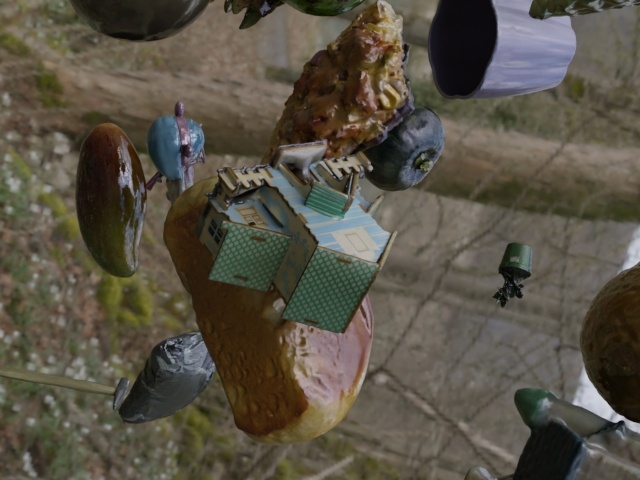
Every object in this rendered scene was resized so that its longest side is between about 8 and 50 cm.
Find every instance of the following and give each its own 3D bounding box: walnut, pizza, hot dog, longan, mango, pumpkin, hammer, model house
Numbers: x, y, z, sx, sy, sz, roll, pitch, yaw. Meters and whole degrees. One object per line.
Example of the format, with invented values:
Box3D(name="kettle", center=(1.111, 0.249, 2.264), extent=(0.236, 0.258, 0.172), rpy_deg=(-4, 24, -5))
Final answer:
Box3D(name="walnut", center=(0.579, 0.149, 1.652), extent=(0.333, 0.332, 0.333), rpy_deg=(16, 90, -85))
Box3D(name="pizza", center=(0.029, -0.224, 1.691), extent=(0.409, 0.114, 0.277), rpy_deg=(-58, -151, -9))
Box3D(name="hot dog", center=(-0.059, 0.088, 1.561), extent=(0.185, 0.405, 0.223), rpy_deg=(-25, 175, 42))
Box3D(name="longan", center=(-0.220, -0.359, 1.275), extent=(0.248, 0.248, 0.248), rpy_deg=(16, 90, -85))
Box3D(name="mango", center=(-0.355, -0.065, 1.782), extent=(0.111, 0.133, 0.268), rpy_deg=(-22, 113, -59))
Box3D(name="pumpkin", center=(0.142, -0.160, 1.832), extent=(0.167, 0.125, 0.167), rpy_deg=(-30, 171, -6))
Box3D(name="hammer", center=(-0.348, 0.180, 1.340), extent=(0.062, 0.198, 0.013), rpy_deg=(-87, -172, -65))
Box3D(name="model house", center=(0.000, 0.000, 1.356), extent=(0.271, 0.206, 0.178), rpy_deg=(-8, 141, -41))
Box3D(name="model house", center=(0.384, 0.403, 1.688), extent=(0.299, 0.284, 0.243), rpy_deg=(-67, 164, 6))

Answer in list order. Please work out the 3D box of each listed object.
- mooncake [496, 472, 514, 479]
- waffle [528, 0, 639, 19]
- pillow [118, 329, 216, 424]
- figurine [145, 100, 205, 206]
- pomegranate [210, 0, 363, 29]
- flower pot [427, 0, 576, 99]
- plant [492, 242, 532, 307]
Box3D(name="mooncake", center=(0.556, 0.554, 2.201), extent=(0.381, 0.350, 0.212), rpy_deg=(-30, -109, 44))
Box3D(name="waffle", center=(0.497, -0.398, 1.652), extent=(0.309, 0.291, 0.056), rpy_deg=(-172, -111, -70))
Box3D(name="pillow", center=(-0.308, 0.281, 2.121), extent=(0.335, 0.161, 0.093), rpy_deg=(-53, -130, 47))
Box3D(name="figurine", center=(-0.258, -0.109, 1.845), extent=(0.260, 0.102, 0.205), rpy_deg=(109, -22, -59))
Box3D(name="pomegranate", center=(-0.027, -0.374, 1.375), extent=(0.263, 0.211, 0.211), rpy_deg=(-44, -177, 15))
Box3D(name="flower pot", center=(0.396, -0.421, 2.219), extent=(0.265, 0.243, 0.265), rpy_deg=(179, -90, -66))
Box3D(name="plant", center=(0.294, 0.057, 1.599), extent=(0.051, 0.051, 0.102), rpy_deg=(93, 14, -71))
